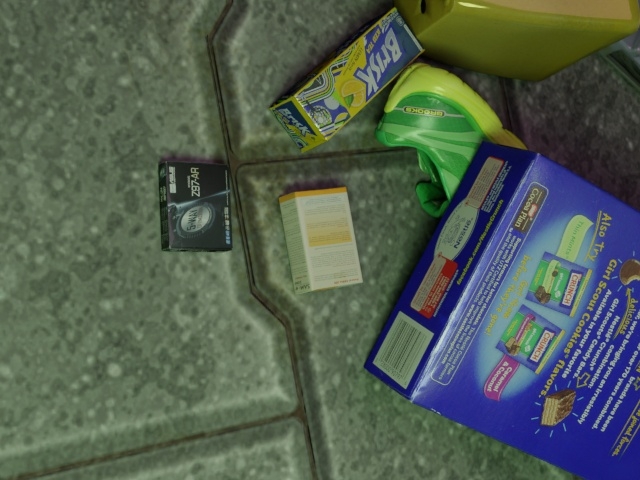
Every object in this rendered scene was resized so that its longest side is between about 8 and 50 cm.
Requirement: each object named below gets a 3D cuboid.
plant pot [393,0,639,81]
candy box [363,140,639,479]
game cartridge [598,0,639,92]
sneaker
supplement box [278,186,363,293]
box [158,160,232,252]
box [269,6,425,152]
[{"bbox_3d":[0.184,-0.292,1.236,0.187,0.212,0.212,-4,84,-20],"label":"plant pot"},{"bbox_3d":[0.249,0.087,1.197,0.317,0.122,0.268,27,92,-24],"label":"candy box"},{"bbox_3d":[0.495,-0.247,1.498,0.355,0.068,0.230,37,69,-22],"label":"game cartridge"},{"bbox_3d":[0.167,-0.064,1.251,0.295,0.109,0.123,40,92,-25],"label":"sneaker"},{"bbox_3d":[0.000,0.000,1.158,0.062,0.036,0.098,-7,85,-33],"label":"supplement box"},{"bbox_3d":[-0.117,-0.031,1.102,0.067,0.018,0.083,2,81,-32],"label":"box"},{"bbox_3d":[0.029,-0.165,1.195,0.169,0.054,0.059,-45,106,-30],"label":"box"}]
